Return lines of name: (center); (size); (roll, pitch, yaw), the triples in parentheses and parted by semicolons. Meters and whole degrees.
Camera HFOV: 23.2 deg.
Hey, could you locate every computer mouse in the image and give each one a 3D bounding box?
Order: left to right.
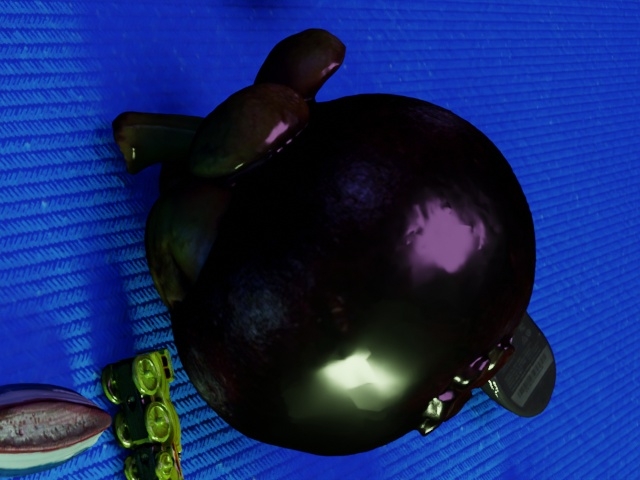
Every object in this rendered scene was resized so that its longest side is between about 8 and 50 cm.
computer mouse: (0.224, 0.126, 2.112); (0.147, 0.088, 0.264); (-46, 120, -42)

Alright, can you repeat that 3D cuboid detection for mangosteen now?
mangosteen: (0.000, 0.000, 1.559); (0.435, 0.382, 0.382); (46, 26, 15)

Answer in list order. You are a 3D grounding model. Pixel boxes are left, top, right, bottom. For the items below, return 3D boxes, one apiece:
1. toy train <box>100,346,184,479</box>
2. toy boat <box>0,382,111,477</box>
toy train: (-0.150, 0.228, 1.469); (0.085, 0.053, 0.249); (-5, 83, -66)
toy boat: (-0.260, 0.160, 1.324); (0.229, 0.046, 0.080); (6, 75, -61)
